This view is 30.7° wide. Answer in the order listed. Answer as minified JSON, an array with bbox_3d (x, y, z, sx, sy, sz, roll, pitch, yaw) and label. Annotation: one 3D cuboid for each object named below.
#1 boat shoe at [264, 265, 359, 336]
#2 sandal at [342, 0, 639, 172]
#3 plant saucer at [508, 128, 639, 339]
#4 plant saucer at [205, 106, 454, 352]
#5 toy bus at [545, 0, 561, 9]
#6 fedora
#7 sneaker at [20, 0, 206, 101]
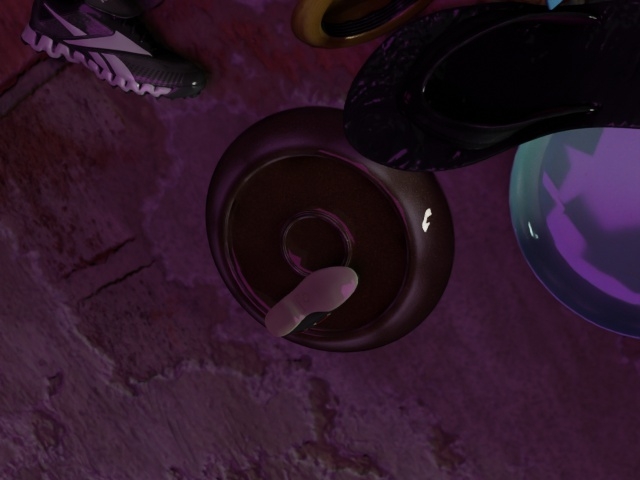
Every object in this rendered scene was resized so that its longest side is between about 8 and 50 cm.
[{"bbox_3d":[-0.005,0.068,1.341,0.133,0.042,0.049,-35,76,28],"label":"boat shoe"},{"bbox_3d":[0.204,-0.169,1.152,0.445,0.107,0.168,-7,87,31],"label":"sandal"},{"bbox_3d":[0.358,-0.046,1.217,0.317,0.044,0.318,7,113,17],"label":"plant saucer"},{"bbox_3d":[0.000,0.000,1.362,0.310,0.050,0.311,7,114,17],"label":"plant saucer"},{"bbox_3d":[0.232,-0.301,1.123,0.191,0.104,0.202,-26,57,4],"label":"toy bus"},{"bbox_3d":[0.047,-0.276,1.184,0.194,0.194,0.079,-36,68,28],"label":"fedora"},{"bbox_3d":[-0.234,-0.238,1.332,0.234,0.078,0.106,23,119,12],"label":"sneaker"}]
